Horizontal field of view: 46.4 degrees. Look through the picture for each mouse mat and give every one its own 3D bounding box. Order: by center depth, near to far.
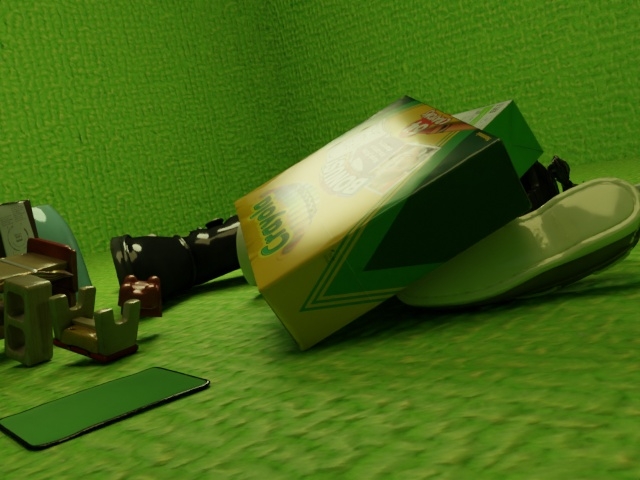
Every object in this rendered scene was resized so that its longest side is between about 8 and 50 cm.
[{"bbox_3d":[-0.228,0.170,0.780,0.189,0.007,0.152,-16,8,-35],"label":"mouse mat"}]

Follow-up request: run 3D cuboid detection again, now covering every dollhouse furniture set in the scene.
[{"bbox_3d":[-0.394,0.115,1.137,0.374,0.152,0.201,12,16,28],"label":"dollhouse furniture set"}]

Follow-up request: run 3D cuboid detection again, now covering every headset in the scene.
[{"bbox_3d":[0.373,-0.059,1.456,0.394,0.185,0.243,-33,14,-34],"label":"headset"}]

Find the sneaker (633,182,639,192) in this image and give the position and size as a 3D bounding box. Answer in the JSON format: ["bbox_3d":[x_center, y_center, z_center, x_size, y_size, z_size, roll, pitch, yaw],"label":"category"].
[{"bbox_3d":[0.495,-0.047,1.244,0.235,0.090,0.095,-10,-8,-26],"label":"sneaker"}]

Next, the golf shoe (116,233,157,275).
[{"bbox_3d":[-0.436,0.052,1.809,0.140,0.115,0.306,-17,7,-24],"label":"golf shoe"}]

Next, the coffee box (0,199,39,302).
[{"bbox_3d":[-0.648,0.050,1.527,0.141,0.247,0.098,-8,7,26],"label":"coffee box"}]

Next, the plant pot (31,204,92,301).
[{"bbox_3d":[-0.705,0.045,1.752,0.293,0.235,0.293,-11,6,1],"label":"plant pot"}]

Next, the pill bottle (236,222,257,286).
[{"bbox_3d":[0.000,0.000,1.279,0.264,0.153,0.153,-10,6,17],"label":"pill bottle"}]

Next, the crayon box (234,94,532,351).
[{"bbox_3d":[0.053,-0.048,0.991,0.313,0.106,0.363,-31,21,0],"label":"crayon box"}]

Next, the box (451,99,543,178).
[{"bbox_3d":[0.227,-0.123,1.372,0.262,0.127,0.231,-44,19,-24],"label":"box"}]

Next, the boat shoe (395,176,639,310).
[{"bbox_3d":[0.239,0.024,0.906,0.305,0.109,0.091,-22,-37,12],"label":"boat shoe"}]

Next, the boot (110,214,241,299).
[{"bbox_3d":[-0.163,0.012,1.461,0.445,0.146,0.367,-13,5,-7],"label":"boot"}]

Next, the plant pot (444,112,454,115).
[{"bbox_3d":[0.206,-0.115,1.630,0.243,0.275,0.275,-27,13,-32],"label":"plant pot"}]
